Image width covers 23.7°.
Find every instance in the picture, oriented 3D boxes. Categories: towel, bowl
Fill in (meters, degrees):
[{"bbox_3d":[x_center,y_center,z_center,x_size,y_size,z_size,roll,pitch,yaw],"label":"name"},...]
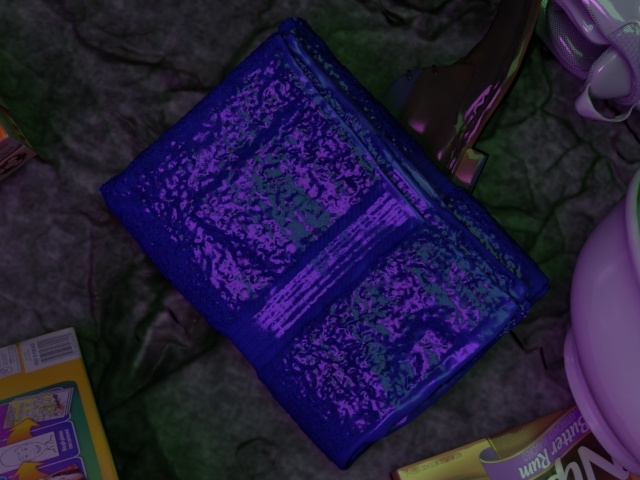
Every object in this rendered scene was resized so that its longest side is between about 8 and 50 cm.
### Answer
[{"bbox_3d":[0.000,0.000,1.201,0.227,0.076,0.308,-43,84,2],"label":"towel"},{"bbox_3d":[0.282,0.095,1.170,0.134,0.298,0.298,-34,79,32],"label":"bowl"}]

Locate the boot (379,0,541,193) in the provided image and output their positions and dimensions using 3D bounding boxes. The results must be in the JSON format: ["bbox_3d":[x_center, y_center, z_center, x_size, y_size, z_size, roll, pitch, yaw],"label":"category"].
[{"bbox_3d":[0.107,-0.134,1.253,0.106,0.082,0.219,21,90,6],"label":"boot"}]

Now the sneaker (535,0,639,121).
[{"bbox_3d":[0.282,-0.268,1.283,0.210,0.137,0.366,-8,80,-9],"label":"sneaker"}]

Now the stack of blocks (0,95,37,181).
[{"bbox_3d":[-0.382,-0.141,1.196,0.171,0.087,0.297,-37,82,0],"label":"stack of blocks"}]

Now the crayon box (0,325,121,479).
[{"bbox_3d":[-0.224,0.174,1.065,0.165,0.278,0.081,-17,116,-9],"label":"crayon box"}]

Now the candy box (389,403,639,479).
[{"bbox_3d":[0.161,0.203,1.205,0.186,0.053,0.109,-18,79,-8],"label":"candy box"}]
